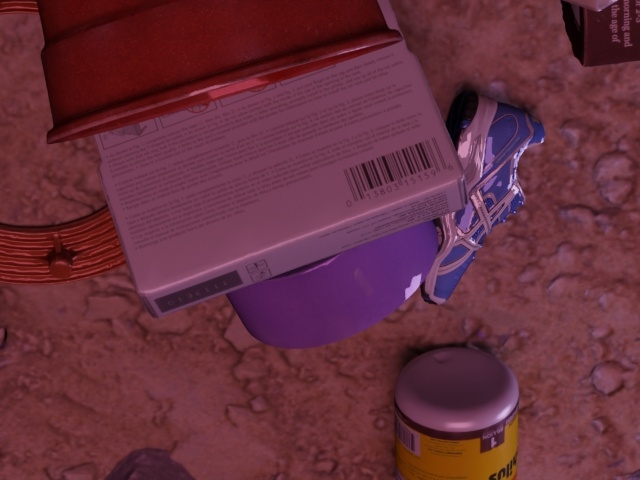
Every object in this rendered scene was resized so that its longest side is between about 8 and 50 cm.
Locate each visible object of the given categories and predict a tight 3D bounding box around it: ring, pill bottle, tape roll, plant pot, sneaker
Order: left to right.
[{"bbox_3d":[-0.254,-0.095,1.645,0.336,0.032,0.337,-2,124,-3],"label":"ring"},{"bbox_3d":[-0.105,-0.234,1.391,0.272,0.272,0.265,-16,93,6],"label":"plant pot"},{"bbox_3d":[0.000,0.000,1.632,0.189,0.189,0.080,-22,122,11],"label":"tape roll"},{"bbox_3d":[0.130,0.217,1.829,0.117,0.117,0.215,-4,124,-2],"label":"pill bottle"},{"bbox_3d":[0.136,-0.028,1.688,0.081,0.080,0.211,10,123,-10],"label":"sneaker"}]

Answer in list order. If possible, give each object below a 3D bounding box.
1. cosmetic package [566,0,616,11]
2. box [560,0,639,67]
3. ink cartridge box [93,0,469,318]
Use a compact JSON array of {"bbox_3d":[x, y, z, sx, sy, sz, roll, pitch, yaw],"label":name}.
[{"bbox_3d":[0.124,-0.291,1.377,0.129,0.296,0.153,-32,133,-33],"label":"cosmetic package"},{"bbox_3d":[0.381,-0.270,1.511,0.381,0.143,0.191,-6,123,2],"label":"box"},{"bbox_3d":[-0.048,-0.093,1.553,0.275,0.239,0.060,-20,155,0],"label":"ink cartridge box"}]
